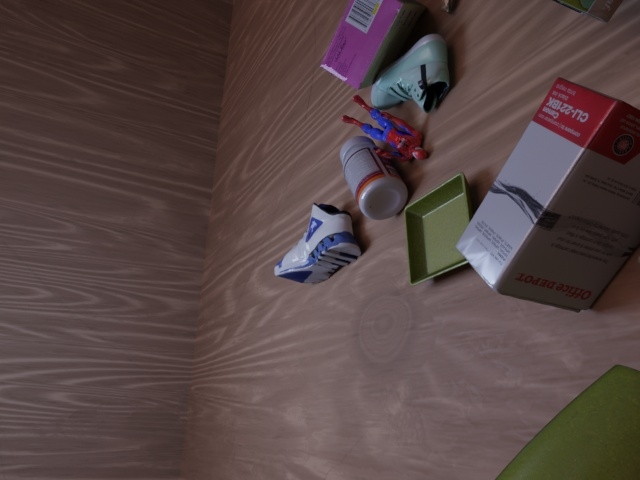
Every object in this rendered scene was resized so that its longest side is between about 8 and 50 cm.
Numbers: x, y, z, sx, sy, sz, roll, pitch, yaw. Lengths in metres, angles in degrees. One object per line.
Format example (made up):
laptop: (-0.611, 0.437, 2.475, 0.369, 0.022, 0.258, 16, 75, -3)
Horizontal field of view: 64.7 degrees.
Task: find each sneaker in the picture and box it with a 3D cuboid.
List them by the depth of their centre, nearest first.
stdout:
sneaker: (0.207, -0.354, 1.213, 0.256, 0.094, 0.151, -37, 51, 54)
sneaker: (0.001, 0.000, 1.447, 0.315, 0.127, 0.183, -31, 48, 46)

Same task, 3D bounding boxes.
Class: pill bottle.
pill bottle: (0.125, -0.162, 1.257, 0.121, 0.121, 0.221, -60, 32, 31)

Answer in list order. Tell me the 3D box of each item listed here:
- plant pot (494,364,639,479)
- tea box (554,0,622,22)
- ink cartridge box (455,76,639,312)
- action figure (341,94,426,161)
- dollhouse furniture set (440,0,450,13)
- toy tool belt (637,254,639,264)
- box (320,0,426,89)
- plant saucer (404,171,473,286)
plant pot: (0.329, 0.300, 0.558, 0.294, 0.274, 0.274, -61, 27, -2)
tea box: (0.302, -0.519, 0.741, 0.329, 0.323, 0.220, -81, 14, -53)
ink cartridge box: (0.348, -0.051, 0.698, 0.273, 0.196, 0.114, -65, 28, 22)
action figure: (0.138, -0.271, 1.220, 0.280, 0.139, 0.092, 43, 113, 36)
dollhouse furniture set: (0.326, -0.592, 1.177, 0.081, 0.091, 0.115, 2, 107, 23)
toy tool belt: (0.452, 0.005, 0.650, 0.051, 0.052, 0.083, 30, 112, 29)
box: (0.134, -0.509, 1.253, 0.214, 0.117, 0.243, -60, -10, 31)
plant saucer: (0.251, -0.016, 1.036, 0.188, 0.045, 0.189, -35, 50, 53)
